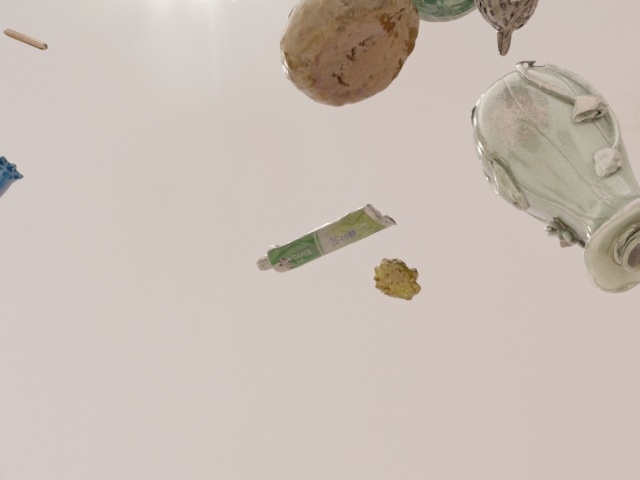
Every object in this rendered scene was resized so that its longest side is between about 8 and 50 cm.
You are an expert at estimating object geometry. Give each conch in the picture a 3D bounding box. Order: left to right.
[{"bbox_3d":[0.216,-0.470,2.042,0.220,0.195,0.277,-29,170,-1],"label":"conch"}]

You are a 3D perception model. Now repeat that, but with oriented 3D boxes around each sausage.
[{"bbox_3d":[-0.509,-0.347,2.053,0.100,0.015,0.015,23,-123,20],"label":"sausage"}]

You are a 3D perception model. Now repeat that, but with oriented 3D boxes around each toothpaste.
[{"bbox_3d":[0.000,0.000,1.883,0.248,0.078,0.047,-22,-127,29],"label":"toothpaste"}]

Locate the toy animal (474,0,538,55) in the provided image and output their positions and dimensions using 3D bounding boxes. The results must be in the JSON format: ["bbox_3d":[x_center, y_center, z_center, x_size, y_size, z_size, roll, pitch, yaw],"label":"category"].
[{"bbox_3d":[0.265,-0.334,1.675,0.098,0.137,0.098,-3,179,0],"label":"toy animal"}]

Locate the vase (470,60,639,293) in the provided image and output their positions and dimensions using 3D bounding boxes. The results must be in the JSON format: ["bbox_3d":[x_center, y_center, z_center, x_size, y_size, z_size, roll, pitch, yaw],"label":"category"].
[{"bbox_3d":[0.426,-0.110,1.982,0.250,0.250,0.445,-35,-138,5],"label":"vase"}]

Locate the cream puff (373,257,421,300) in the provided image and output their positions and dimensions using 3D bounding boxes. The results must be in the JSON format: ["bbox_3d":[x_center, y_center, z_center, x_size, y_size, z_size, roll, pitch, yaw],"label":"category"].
[{"bbox_3d":[0.130,0.069,2.030,0.083,0.083,0.058,-7,162,-19],"label":"cream puff"}]

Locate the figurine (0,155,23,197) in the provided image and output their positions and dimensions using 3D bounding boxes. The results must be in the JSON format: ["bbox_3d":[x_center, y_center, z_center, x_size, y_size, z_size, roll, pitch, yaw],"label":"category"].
[{"bbox_3d":[-0.691,-0.084,2.071,0.243,0.298,0.416,-61,161,9],"label":"figurine"}]

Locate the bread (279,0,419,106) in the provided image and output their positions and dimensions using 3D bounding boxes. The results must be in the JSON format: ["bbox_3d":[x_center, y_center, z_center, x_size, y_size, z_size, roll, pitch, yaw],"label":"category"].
[{"bbox_3d":[0.040,-0.317,1.851,0.230,0.230,0.123,-36,-125,3],"label":"bread"}]
